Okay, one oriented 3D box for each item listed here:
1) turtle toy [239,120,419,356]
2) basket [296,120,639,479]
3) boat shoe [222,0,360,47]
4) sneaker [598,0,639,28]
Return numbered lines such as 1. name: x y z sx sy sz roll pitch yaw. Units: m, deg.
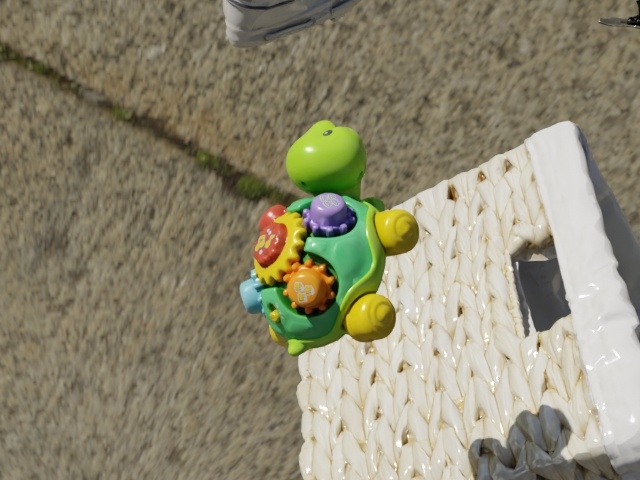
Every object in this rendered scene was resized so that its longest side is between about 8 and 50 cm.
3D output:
1. turtle toy: 0.000 0.000 0.708 0.066 0.095 0.130 28 67 -29
2. basket: 0.162 0.152 1.014 0.266 0.331 0.328 -23 39 17
3. boat shoe: 0.003 -0.266 1.359 0.096 0.088 0.267 30 42 25
4. sneaker: 0.337 -0.189 1.155 0.170 0.089 0.051 21 112 25
